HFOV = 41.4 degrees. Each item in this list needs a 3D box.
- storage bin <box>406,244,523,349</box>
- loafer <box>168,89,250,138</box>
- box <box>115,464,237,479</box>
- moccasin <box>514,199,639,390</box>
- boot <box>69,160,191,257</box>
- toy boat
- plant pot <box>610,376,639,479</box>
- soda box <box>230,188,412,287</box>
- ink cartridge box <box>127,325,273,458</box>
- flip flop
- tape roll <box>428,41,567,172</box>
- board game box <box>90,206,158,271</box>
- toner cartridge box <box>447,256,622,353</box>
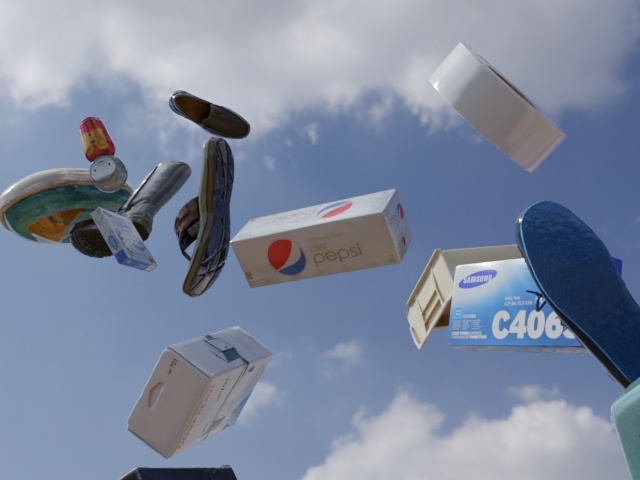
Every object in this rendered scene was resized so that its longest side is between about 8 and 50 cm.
[{"bbox_3d":[0.357,0.131,1.928,0.262,0.123,0.260,-5,-36,-19],"label":"storage bin"},{"bbox_3d":[-0.217,-0.242,1.659,0.170,0.061,0.062,20,-85,-10],"label":"loafer"},{"bbox_3d":[-0.110,0.273,0.680,0.093,0.158,0.156,-35,-25,11],"label":"box"},{"bbox_3d":[0.394,0.101,1.273,0.137,0.342,0.117,-30,-6,-7],"label":"moccasin"},{"bbox_3d":[-0.355,-0.065,1.596,0.189,0.208,0.076,-10,-51,20],"label":"boot"},{"bbox_3d":[-0.456,-0.084,1.599,0.267,0.148,0.318,-6,-29,-39],"label":"toy boat"},{"bbox_3d":[0.472,0.219,0.935,0.252,0.247,0.248,-19,-8,27],"label":"plant pot"},{"bbox_3d":[0.000,0.000,1.066,0.216,0.069,0.074,-11,-67,26],"label":"soda box"},{"bbox_3d":[-0.167,0.210,1.200,0.140,0.082,0.190,-61,-17,14],"label":"ink cartridge box"},{"bbox_3d":[-0.204,-0.041,1.431,0.080,0.277,0.112,3,-7,13],"label":"flip flop"},{"bbox_3d":[0.350,-0.265,1.677,0.286,0.286,0.100,28,-68,-33],"label":"tape roll"},{"bbox_3d":[-0.283,0.000,1.222,0.020,0.090,0.090,-36,-18,8],"label":"board game box"},{"bbox_3d":[0.378,0.119,1.540,0.075,0.165,0.348,17,-15,-30],"label":"toner cartridge box"}]
